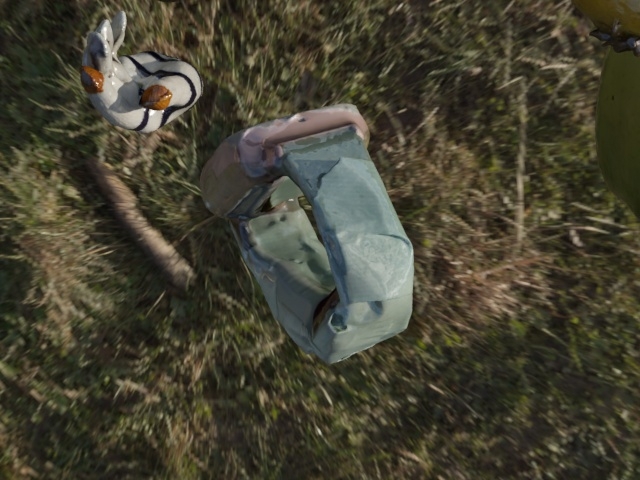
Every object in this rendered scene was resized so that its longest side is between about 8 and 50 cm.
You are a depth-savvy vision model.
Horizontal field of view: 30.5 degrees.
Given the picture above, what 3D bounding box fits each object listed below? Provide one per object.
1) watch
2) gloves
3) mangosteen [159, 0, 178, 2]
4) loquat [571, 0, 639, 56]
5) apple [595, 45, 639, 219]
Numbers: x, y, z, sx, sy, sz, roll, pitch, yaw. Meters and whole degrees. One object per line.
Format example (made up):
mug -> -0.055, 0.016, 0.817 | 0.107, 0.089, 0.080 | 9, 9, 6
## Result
watch -> 0.000, 0.000, 1.189 | 0.161, 0.253, 0.241 | -19, 83, -20
gloves -> -0.240, -0.195, 1.464 | 0.131, 0.218, 0.140 | -40, 82, 29
mangosteen -> -0.205, -0.402, 1.644 | 0.140, 0.140, 0.140 | 0, 91, -5
loquat -> 0.425, -0.359, 1.532 | 0.244, 0.244, 0.244 | 0, 91, -5
apple -> 0.648, -0.205, 1.844 | 0.473, 0.473, 0.474 | 0, 91, -5
